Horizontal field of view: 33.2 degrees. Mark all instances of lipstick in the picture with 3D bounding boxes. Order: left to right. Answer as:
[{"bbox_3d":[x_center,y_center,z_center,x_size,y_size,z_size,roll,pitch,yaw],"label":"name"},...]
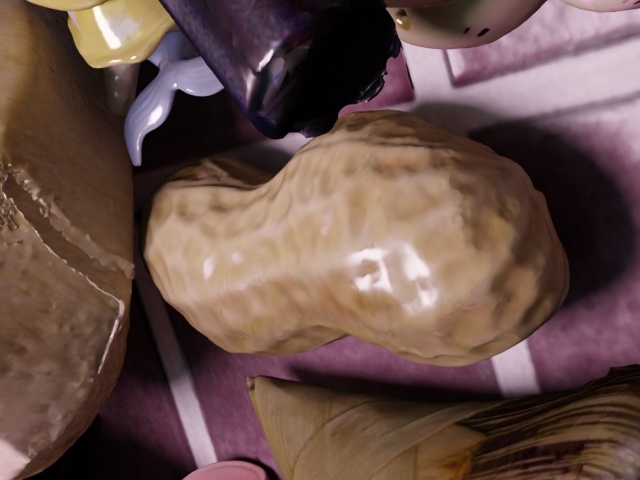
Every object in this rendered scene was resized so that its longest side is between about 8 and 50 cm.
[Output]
[{"bbox_3d":[-0.097,-0.205,0.483,0.418,0.077,0.077,56,136,30],"label":"lipstick"}]

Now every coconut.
[{"bbox_3d":[-0.271,-0.010,0.689,0.352,0.352,0.352,18,119,36],"label":"coconut"}]

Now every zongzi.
[{"bbox_3d":[0.062,0.108,0.553,0.317,0.154,0.289,43,142,26],"label":"zongzi"}]

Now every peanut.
[{"bbox_3d":[0.000,0.000,0.606,0.298,0.120,0.136,-4,81,44],"label":"peanut"}]

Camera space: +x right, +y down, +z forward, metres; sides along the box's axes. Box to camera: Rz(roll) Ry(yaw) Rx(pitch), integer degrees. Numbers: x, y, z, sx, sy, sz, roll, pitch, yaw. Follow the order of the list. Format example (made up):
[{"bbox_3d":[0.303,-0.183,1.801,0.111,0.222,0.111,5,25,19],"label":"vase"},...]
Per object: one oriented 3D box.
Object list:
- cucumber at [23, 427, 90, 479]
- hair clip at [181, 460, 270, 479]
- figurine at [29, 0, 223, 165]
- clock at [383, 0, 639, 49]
[{"bbox_3d":[-0.254,0.226,0.966,0.078,0.062,0.211,31,126,28],"label":"cucumber"},{"bbox_3d":[-0.054,0.214,0.752,0.138,0.123,0.102,48,153,11],"label":"hair clip"},{"bbox_3d":[-0.116,-0.154,0.604,0.128,0.184,0.208,-29,87,16],"label":"figurine"},{"bbox_3d":[0.045,-0.219,0.426,0.309,0.114,0.284,25,123,54],"label":"clock"}]
